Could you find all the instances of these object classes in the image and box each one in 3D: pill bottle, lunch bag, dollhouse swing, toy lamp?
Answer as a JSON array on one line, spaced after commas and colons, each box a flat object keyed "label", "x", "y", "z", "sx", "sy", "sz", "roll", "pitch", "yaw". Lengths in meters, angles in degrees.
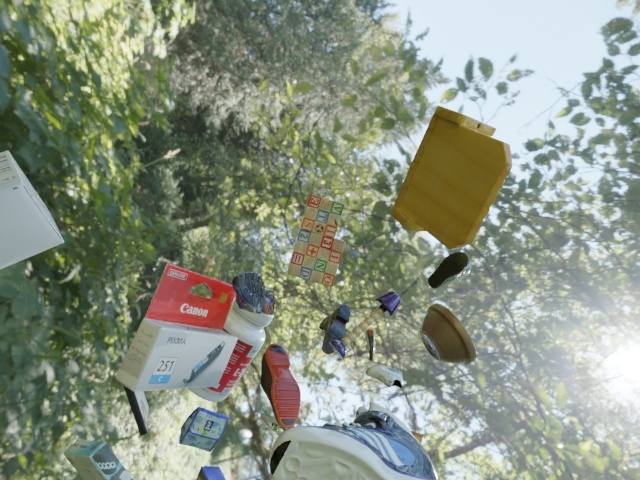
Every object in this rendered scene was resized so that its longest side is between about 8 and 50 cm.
[{"label": "pill bottle", "x": -0.375, "y": 0.430, "z": 1.685, "sx": 0.408, "sy": 0.229, "sz": 0.229, "roll": -55, "pitch": -144, "yaw": 1}, {"label": "lunch bag", "x": -0.428, "y": 0.689, "z": 1.508, "sx": 0.151, "sy": 0.128, "sz": 0.096, "roll": -56, "pitch": -157, "yaw": 12}, {"label": "dollhouse swing", "x": 0.421, "y": -0.160, "z": 1.179, "sx": 0.305, "sy": 0.315, "sz": 0.347, "roll": 39, "pitch": -63, "yaw": 39}, {"label": "toy lamp", "x": 0.151, "y": 0.266, "z": 1.332, "sx": 0.080, "sy": 0.274, "sz": 0.080, "roll": 47, "pitch": -16, "yaw": 19}]

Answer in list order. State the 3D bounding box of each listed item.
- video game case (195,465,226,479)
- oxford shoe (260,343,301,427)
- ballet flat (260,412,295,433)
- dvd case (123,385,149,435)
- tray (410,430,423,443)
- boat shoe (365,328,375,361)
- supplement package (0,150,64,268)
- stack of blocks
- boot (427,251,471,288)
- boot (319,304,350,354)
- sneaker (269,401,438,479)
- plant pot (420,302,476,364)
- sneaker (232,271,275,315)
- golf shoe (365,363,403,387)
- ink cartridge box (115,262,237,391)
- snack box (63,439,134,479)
[{"label": "video game case", "x": -0.270, "y": 0.743, "z": 0.989, "sx": 0.269, "sy": 0.061, "sz": 0.245, "roll": 18, "pitch": -93, "yaw": 56}, {"label": "oxford shoe", "x": -0.131, "y": 0.459, "z": 1.268, "sx": 0.098, "sy": 0.096, "sz": 0.271, "roll": -55, "pitch": -148, "yaw": 29}, {"label": "ballet flat", "x": -0.188, "y": 0.783, "z": 1.737, "sx": 0.057, "sy": 0.168, "sz": 0.052, "roll": 79, "pitch": 26, "yaw": -50}, {"label": "dvd case", "x": -0.544, "y": 0.449, "z": 1.206, "sx": 0.253, "sy": 0.022, "sz": 0.181, "roll": -16, "pitch": -87, "yaw": 67}, {"label": "tray", "x": 0.354, "y": 0.941, "z": 1.694, "sx": 0.411, "sy": 0.076, "sz": 0.203, "roll": 81, "pitch": 26, "yaw": -54}, {"label": "boat shoe", "x": 0.209, "y": 0.441, "z": 1.726, "sx": 0.049, "sy": 0.043, "sz": 0.137, "roll": -11, "pitch": 100, "yaw": -75}, {"label": "supplement package", "x": -0.884, "y": -0.074, "z": 1.122, "sx": 0.145, "sy": 0.204, "sz": 0.262, "roll": 47, "pitch": -28, "yaw": 27}, {"label": "stack of blocks", "x": 0.000, "y": 0.000, "z": 1.486, "sx": 0.087, "sy": 0.171, "sz": 0.298, "roll": -166, "pitch": -89, "yaw": -84}, {"label": "boot", "x": 0.493, "y": 0.101, "z": 1.459, "sx": 0.190, "sy": 0.208, "sz": 0.076, "roll": -46, "pitch": -122, "yaw": 37}, {"label": "boot", "x": 0.040, "y": 0.352, "z": 1.563, "sx": 0.106, "sy": 0.082, "sz": 0.219, "roll": -37, "pitch": -164, "yaw": 46}, {"label": "sneaker", "x": 0.053, "y": 0.360, "z": 0.711, "sx": 0.130, "sy": 0.322, "sz": 0.236, "roll": -61, "pitch": -168, "yaw": 5}, {"label": "plant pot", "x": 0.438, "y": 0.355, "z": 1.470, "sx": 0.237, "sy": 0.109, "sz": 0.237, "roll": 57, "pitch": -12, "yaw": 19}, {"label": "sneaker", "x": -0.183, "y": 0.146, "z": 1.047, "sx": 0.221, "sy": 0.087, "sz": 0.083, "roll": 70, "pitch": 19, "yaw": -60}, {"label": "golf shoe", "x": 0.280, "y": 0.587, "z": 1.756, "sx": 0.086, "sy": 0.176, "sz": 0.069, "roll": -104, "pitch": -149, "yaw": -59}, {"label": "ink cartridge box", "x": -0.300, "y": 0.216, "z": 0.975, "sx": 0.066, "sy": 0.296, "sz": 0.261, "roll": 18, "pitch": -99, "yaw": 25}, {"label": "snack box", "x": -0.653, "y": 0.770, "z": 1.286, "sx": 0.187, "sy": 0.060, "sz": 0.322, "roll": -18, "pitch": -74, "yaw": 35}]
